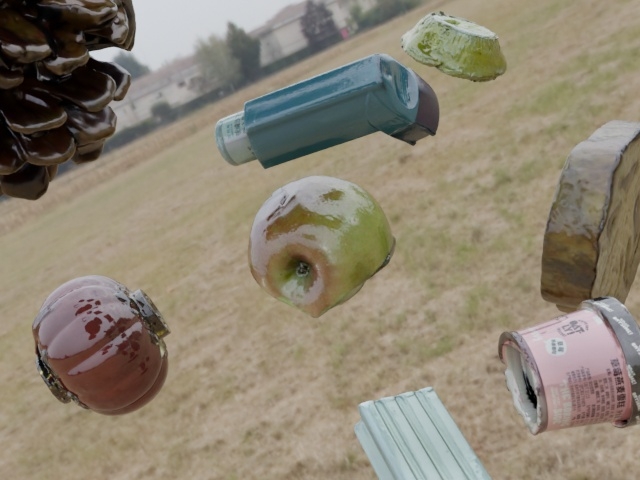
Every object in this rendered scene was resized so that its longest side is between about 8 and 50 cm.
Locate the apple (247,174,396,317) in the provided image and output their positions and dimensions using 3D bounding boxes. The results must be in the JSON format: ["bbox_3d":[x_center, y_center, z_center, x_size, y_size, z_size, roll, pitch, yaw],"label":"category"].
[{"bbox_3d":[0.000,0.000,1.069,0.207,0.174,0.188,8,13,9],"label":"apple"}]

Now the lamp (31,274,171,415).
[{"bbox_3d":[-0.444,0.215,1.567,0.257,0.303,0.303,-35,15,-10],"label":"lamp"}]

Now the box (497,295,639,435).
[{"bbox_3d":[0.291,0.152,0.891,0.135,0.151,0.151,-13,13,-2],"label":"box"}]

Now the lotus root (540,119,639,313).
[{"bbox_3d":[0.498,-0.039,1.340,0.111,0.390,0.375,17,75,34],"label":"lotus root"}]

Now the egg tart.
[{"bbox_3d":[0.241,-0.346,1.342,0.197,0.078,0.197,13,30,-8],"label":"egg tart"}]

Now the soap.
[{"bbox_3d":[0.182,0.389,1.326,0.159,0.088,0.265,-8,39,-22],"label":"soap"}]

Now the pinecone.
[{"bbox_3d":[-0.410,-0.255,0.880,0.397,0.398,0.398,-23,14,6],"label":"pinecone"}]

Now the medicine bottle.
[{"bbox_3d":[0.004,-0.146,0.912,0.258,0.079,0.124,-14,-24,22],"label":"medicine bottle"}]
